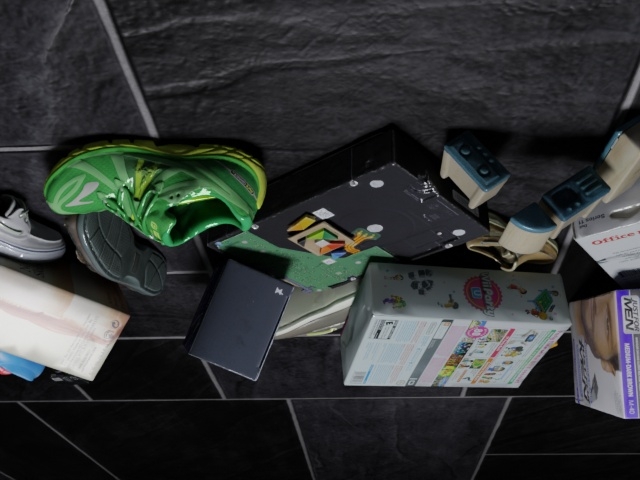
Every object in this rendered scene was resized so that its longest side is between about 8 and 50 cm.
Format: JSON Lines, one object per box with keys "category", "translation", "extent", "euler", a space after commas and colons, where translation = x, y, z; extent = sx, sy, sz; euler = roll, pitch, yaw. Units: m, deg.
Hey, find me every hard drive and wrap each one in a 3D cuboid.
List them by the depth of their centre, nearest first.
{"category": "hard drive", "translation": [0.036, -0.026, 1.166], "extent": [0.339, 0.064, 0.237], "euler": [-23, 144, 35]}

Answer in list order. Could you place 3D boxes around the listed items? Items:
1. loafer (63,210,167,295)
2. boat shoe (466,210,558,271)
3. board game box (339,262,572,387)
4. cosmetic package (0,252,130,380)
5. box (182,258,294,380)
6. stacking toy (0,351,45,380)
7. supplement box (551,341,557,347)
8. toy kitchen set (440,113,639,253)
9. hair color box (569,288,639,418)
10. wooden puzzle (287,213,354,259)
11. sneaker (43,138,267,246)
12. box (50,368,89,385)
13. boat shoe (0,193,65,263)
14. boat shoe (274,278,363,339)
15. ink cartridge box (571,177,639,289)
{"category": "loafer", "translation": [-0.323, 0.019, 1.233], "extent": [0.084, 0.096, 0.267], "euler": [5, 158, 18]}
{"category": "boat shoe", "translation": [0.284, 0.015, 1.226], "extent": [0.190, 0.072, 0.068], "euler": [16, 148, -27]}
{"category": "board game box", "translation": [0.201, 0.141, 1.277], "extent": [0.303, 0.097, 0.224], "euler": [4, 144, -10]}
{"category": "cosmetic package", "translation": [-0.455, 0.082, 1.223], "extent": [0.296, 0.153, 0.129], "euler": [26, 100, -31]}
{"category": "box", "translation": [-0.131, 0.118, 1.254], "extent": [0.108, 0.153, 0.207], "euler": [24, 171, -9]}
{"category": "stacking toy", "translation": [-0.615, 0.126, 1.406], "extent": [0.302, 0.165, 0.175], "euler": [12, 161, 10]}
{"category": "supplement box", "translation": [0.319, 0.150, 1.467], "extent": [0.188, 0.080, 0.104], "euler": [16, 148, -26]}
{"category": "toy kitchen set", "translation": [0.283, -0.108, 1.014], "extent": [0.207, 0.166, 0.122], "euler": [-31, 159, -19]}
{"category": "hair color box", "translation": [0.482, 0.177, 1.296], "extent": [0.110, 0.185, 0.339], "euler": [-2, 172, 4]}
{"category": "wooden puzzle", "translation": [0.000, 0.000, 1.135], "extent": [0.116, 0.014, 0.078], "euler": [25, 144, -38]}
{"category": "sneaker", "translation": [-0.219, -0.058, 1.049], "extent": [0.296, 0.123, 0.109], "euler": [-2, 152, 6]}
{"category": "box", "translation": [-0.505, 0.247, 1.660], "extent": [0.062, 0.083, 0.052], "euler": [-9, 149, 18]}
{"category": "boat shoe", "translation": [-0.449, -0.027, 1.157], "extent": [0.226, 0.083, 0.076], "euler": [18, 110, -53]}
{"category": "boat shoe", "translation": [-0.014, 0.112, 1.375], "extent": [0.305, 0.109, 0.091], "euler": [-21, 142, 26]}
{"category": "ink cartridge box", "translation": [0.460, -0.018, 1.147], "extent": [0.153, 0.087, 0.208], "euler": [-18, 148, 31]}
